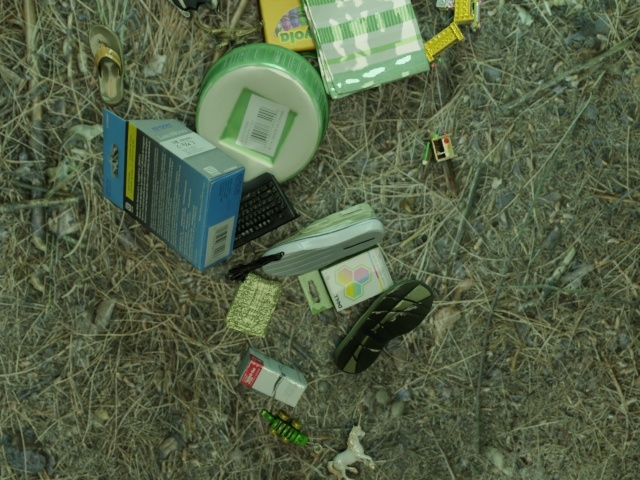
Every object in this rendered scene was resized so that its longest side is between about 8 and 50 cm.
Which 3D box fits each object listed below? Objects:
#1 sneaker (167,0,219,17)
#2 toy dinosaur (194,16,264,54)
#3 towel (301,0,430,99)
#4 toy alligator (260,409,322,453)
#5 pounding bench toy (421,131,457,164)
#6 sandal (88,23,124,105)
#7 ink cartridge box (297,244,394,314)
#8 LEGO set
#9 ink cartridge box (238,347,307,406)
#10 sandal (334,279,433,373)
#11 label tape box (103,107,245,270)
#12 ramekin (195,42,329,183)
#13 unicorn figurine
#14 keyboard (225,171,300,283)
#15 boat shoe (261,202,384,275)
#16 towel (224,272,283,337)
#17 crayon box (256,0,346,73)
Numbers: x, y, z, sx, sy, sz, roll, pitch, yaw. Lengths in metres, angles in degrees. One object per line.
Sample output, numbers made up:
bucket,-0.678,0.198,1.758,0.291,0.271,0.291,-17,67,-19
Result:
sneaker,-0.244,-0.588,1.537,0.235,0.094,0.153,-37,102,-1
toy dinosaur,-0.212,-0.456,1.546,0.183,0.093,0.053,8,130,19
towel,0.088,-0.501,1.540,0.247,0.038,0.325,-19,100,-7
toy alligator,-0.067,0.480,1.724,0.189,0.051,0.056,37,92,-10
pounding bench toy,0.276,-0.222,1.674,0.083,0.052,0.065,-17,99,-5
sandal,-0.476,-0.392,1.555,0.072,0.049,0.180,-6,98,-7
ink cartridge box,0.061,0.099,1.684,0.209,0.062,0.109,-22,100,-4
LEGO set,0.304,-0.499,1.636,0.132,0.107,0.287,27,100,25
ink cartridge box,-0.116,0.328,1.667,0.150,0.109,0.063,28,92,-10
sandal,0.143,0.200,1.703,0.120,0.086,0.303,42,106,-16
label tape box,-0.326,-0.126,1.509,0.333,0.106,0.241,35,132,25
ramekin,-0.130,-0.267,1.527,0.303,0.148,0.304,0,113,0
unicorn figurine,0.083,0.537,1.747,0.162,0.060,0.111,-42,101,-1
keyboard,-0.177,-0.010,1.565,0.317,0.033,0.202,-25,103,35
boat shoe,0.000,0.000,1.654,0.302,0.109,0.094,-17,56,-5
towel,-0.162,0.155,1.681,0.110,0.027,0.148,20,96,-9
crayon box,-0.040,-0.537,1.577,0.202,0.081,0.319,-10,99,-6
